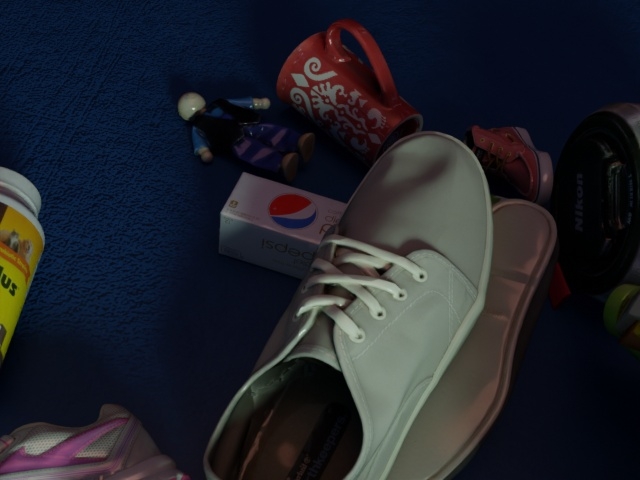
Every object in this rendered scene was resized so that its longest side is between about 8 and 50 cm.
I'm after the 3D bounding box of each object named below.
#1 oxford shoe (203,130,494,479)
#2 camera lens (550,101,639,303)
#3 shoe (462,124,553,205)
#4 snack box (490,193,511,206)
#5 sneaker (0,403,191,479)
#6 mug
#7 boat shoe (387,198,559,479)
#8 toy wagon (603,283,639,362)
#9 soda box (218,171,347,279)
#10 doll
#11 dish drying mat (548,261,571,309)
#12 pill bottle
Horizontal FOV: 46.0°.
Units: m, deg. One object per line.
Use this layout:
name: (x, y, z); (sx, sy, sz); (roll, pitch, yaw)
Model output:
oxford shoe: (0.038, 0.065, 0.667); (0.169, 0.130, 0.449); (12, 60, 30)
camera lens: (0.414, -0.037, 0.838); (0.274, 0.219, 0.219); (2, 49, -9)
shoe: (0.230, -0.097, 0.945); (0.081, 0.063, 0.178); (3, 29, -3)
snack box: (0.204, 0.007, 0.882); (0.100, 0.037, 0.141); (16, 49, 2)
sneaker: (-0.237, 0.211, 0.592); (0.252, 0.103, 0.111); (-16, 49, -30)
mug: (0.037, -0.180, 0.951); (0.113, 0.150, 0.169); (-42, 69, -9)
boat shoe: (0.147, 0.112, 0.737); (0.112, 0.095, 0.335); (22, 65, 26)
toy wagon: (0.423, 0.149, 0.675); (0.344, 0.267, 0.068); (38, 82, -26)
soda box: (0.000, 0.000, 0.831); (0.216, 0.069, 0.074); (18, 49, 4)
doll: (-0.100, -0.141, 0.950); (0.189, 0.046, 0.129); (25, 59, 20)
dish drying mat: (0.268, 0.037, 0.871); (0.008, 0.032, 0.083); (7, 48, -16)
pill bottle: (-0.334, 0.031, 0.710); (0.117, 0.117, 0.215); (6, 49, -5)
